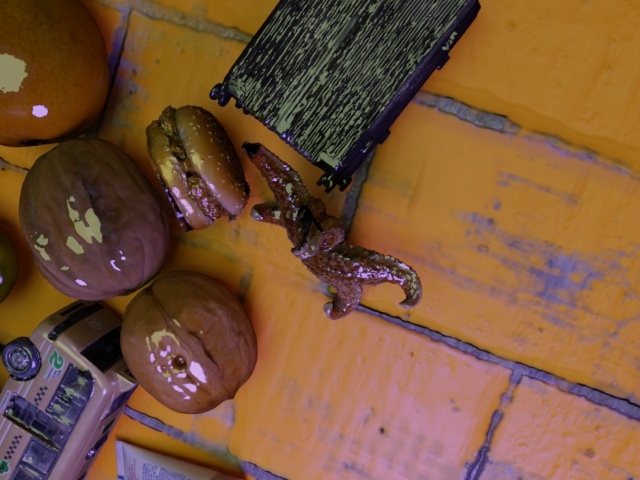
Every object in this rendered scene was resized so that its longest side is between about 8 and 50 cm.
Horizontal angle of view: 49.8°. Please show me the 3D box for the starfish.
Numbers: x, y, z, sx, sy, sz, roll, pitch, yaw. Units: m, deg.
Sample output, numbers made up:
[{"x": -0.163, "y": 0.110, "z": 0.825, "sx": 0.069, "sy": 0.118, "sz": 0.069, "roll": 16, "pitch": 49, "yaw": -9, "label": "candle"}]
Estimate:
[{"x": -0.001, "y": 0.003, "z": 0.961, "sx": 0.312, "sy": 0.303, "sz": 0.113, "roll": 43, "pitch": 80, "yaw": 8, "label": "starfish"}]

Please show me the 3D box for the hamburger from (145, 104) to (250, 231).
[{"x": -0.184, "y": -0.118, "z": 1.035, "sx": 0.118, "sy": 0.181, "sz": 0.190, "roll": -25, "pitch": 59, "yaw": -3, "label": "hamburger"}]

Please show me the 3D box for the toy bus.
[{"x": -0.438, "y": 0.287, "z": 1.147, "sx": 0.202, "sy": 0.177, "sz": 0.365, "roll": 32, "pitch": 106, "yaw": 4, "label": "toy bus"}]

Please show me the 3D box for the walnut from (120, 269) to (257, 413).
[{"x": -0.200, "y": 0.158, "z": 1.065, "sx": 0.195, "sy": 0.195, "sz": 0.221, "roll": -30, "pitch": 98, "yaw": 15, "label": "walnut"}]

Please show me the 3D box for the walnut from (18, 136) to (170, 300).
[{"x": -0.348, "y": -0.034, "z": 1.064, "sx": 0.225, "sy": 0.225, "sz": 0.260, "roll": -33, "pitch": 85, "yaw": 15, "label": "walnut"}]

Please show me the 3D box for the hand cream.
[{"x": -0.249, "y": 0.427, "z": 1.175, "sx": 0.248, "sy": 0.083, "sz": 0.133, "roll": 6, "pitch": 99, "yaw": 24, "label": "hand cream"}]

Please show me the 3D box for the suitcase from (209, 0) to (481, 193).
[{"x": 0.039, "y": -0.264, "z": 0.977, "sx": 0.230, "sy": 0.152, "sz": 0.335, "roll": 39, "pitch": 102, "yaw": 4, "label": "suitcase"}]

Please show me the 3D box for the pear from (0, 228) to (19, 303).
[{"x": -0.609, "y": 0.043, "z": 1.146, "sx": 0.198, "sy": 0.198, "sz": 0.198, "roll": 2, "pitch": 97, "yaw": 13, "label": "pear"}]

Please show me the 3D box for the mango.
[{"x": -0.480, "y": -0.311, "z": 1.059, "sx": 0.264, "sy": 0.221, "sz": 0.377, "roll": -29, "pitch": 78, "yaw": 12, "label": "mango"}]
